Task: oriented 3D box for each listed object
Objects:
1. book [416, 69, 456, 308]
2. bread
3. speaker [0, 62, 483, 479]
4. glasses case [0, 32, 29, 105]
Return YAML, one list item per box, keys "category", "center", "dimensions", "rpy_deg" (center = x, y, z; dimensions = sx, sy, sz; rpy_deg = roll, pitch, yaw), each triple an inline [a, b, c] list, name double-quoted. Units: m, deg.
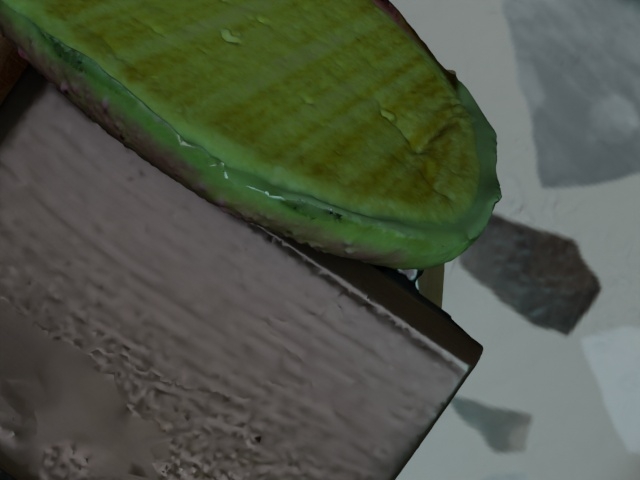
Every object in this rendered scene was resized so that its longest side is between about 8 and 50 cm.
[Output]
- category: "book"
  center: [0.000, 0.000, 0.826]
  dimensions: [0.139, 0.016, 0.198]
  rpy_deg: [5, 87, -11]
- category: "bread"
  center: [-0.043, -0.093, 0.707]
  dimensions: [0.301, 0.301, 0.045]
  rpy_deg: [32, 115, -9]
- category: "speaker"
  center: [-0.071, 0.043, 0.723]
  dimensions: [0.231, 0.153, 0.192]
  rpy_deg: [34, 92, -3]
- category: "glasses case"
  center: [-0.192, -0.050, 0.777]
  dimensions: [0.065, 0.041, 0.170]
  rpy_deg: [38, 80, -9]
